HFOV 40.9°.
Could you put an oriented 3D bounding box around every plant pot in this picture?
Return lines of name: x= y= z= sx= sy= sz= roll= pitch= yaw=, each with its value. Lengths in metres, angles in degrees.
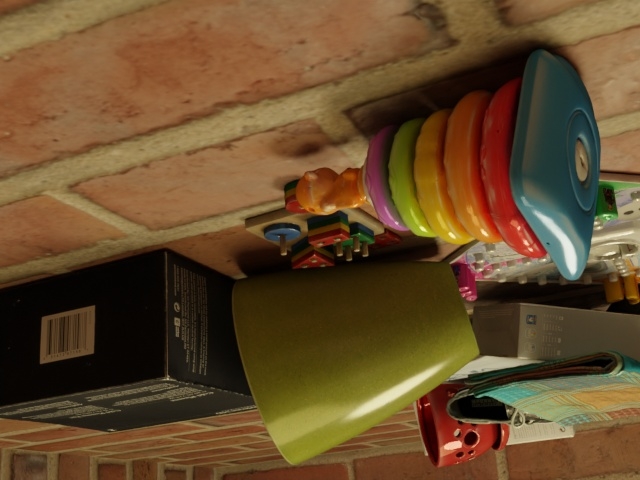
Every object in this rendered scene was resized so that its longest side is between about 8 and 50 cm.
plant pot: x=0.062 y=0.138 z=1.207 sx=0.293 sy=0.275 sz=0.275 roll=-19 pitch=158 yaw=7
plant pot: x=0.318 y=0.398 z=1.923 sx=0.174 sy=0.191 sz=0.191 roll=-9 pitch=161 yaw=-9

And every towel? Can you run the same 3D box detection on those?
towel: x=0.454 y=0.261 z=1.455 sx=0.271 sy=0.040 sz=0.370 roll=-18 pitch=150 yaw=36

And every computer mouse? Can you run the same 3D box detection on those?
computer mouse: x=0.598 y=0.127 z=1.579 sx=0.262 sy=0.060 sz=0.184 roll=13 pitch=174 yaw=-30

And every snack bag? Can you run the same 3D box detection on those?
snack bag: x=0.387 y=0.242 z=1.720 sx=0.323 sy=0.037 sz=0.342 roll=5 pitch=159 yaw=-26

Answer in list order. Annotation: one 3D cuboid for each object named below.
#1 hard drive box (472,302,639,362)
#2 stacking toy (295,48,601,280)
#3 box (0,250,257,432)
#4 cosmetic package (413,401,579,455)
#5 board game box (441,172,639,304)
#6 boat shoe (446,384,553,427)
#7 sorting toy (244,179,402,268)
hard drive box: x=0.397 y=0.160 z=1.444 sx=0.232 sy=0.089 sz=0.181 roll=6 pitch=173 yaw=-13
stacking toy: x=0.105 y=-0.060 z=0.827 sx=0.301 sy=0.166 sz=0.175 roll=-5 pitch=148 yaw=34
box: x=-0.283 y=0.170 z=1.295 sx=0.343 sy=0.179 sz=0.312 roll=-13 pitch=158 yaw=22
cosmetic package: x=0.434 y=0.409 z=2.094 sx=0.365 sy=0.155 sz=0.197 roll=-13 pitch=180 yaw=23
board game box: x=0.411 y=0.015 z=1.216 sx=0.390 sy=0.050 sz=0.390 roll=2 pitch=160 yaw=-19
boat shoe: x=0.400 y=0.317 z=1.716 sx=0.306 sy=0.113 sz=0.105 roll=-6 pitch=178 yaw=31
sorting toy: x=0.000 y=0.000 z=1.085 sx=0.132 sy=0.046 sz=0.274 roll=-15 pitch=159 yaw=26
